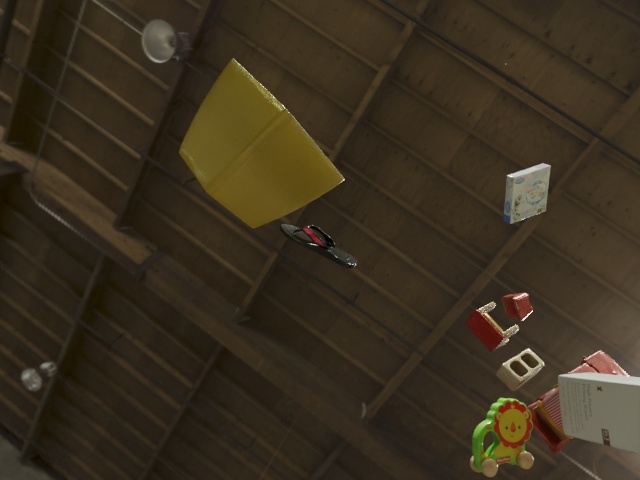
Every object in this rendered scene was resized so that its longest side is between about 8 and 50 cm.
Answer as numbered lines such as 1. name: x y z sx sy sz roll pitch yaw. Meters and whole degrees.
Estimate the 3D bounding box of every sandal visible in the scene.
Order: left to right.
1. sandal: 0.000 0.000 1.099 0.179 0.067 0.040 27 -66 16

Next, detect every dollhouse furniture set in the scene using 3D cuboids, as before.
1. dollhouse furniture set: 0.514 0.284 1.268 0.374 0.152 0.201 50 -42 28

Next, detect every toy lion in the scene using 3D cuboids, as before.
1. toy lion: 0.257 0.273 0.746 0.100 0.034 0.096 -1 -97 -22

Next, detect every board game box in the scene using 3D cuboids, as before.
1. board game box: 0.371 -0.084 0.953 0.020 0.090 0.090 39 -39 53

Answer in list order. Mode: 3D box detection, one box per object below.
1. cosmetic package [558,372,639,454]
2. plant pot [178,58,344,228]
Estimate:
1. cosmetic package: 0.530 0.297 0.920 0.086 0.231 0.117 -1 -100 -16
2. plant pot: -0.122 -0.152 0.948 0.187 0.212 0.212 -42 -128 4
